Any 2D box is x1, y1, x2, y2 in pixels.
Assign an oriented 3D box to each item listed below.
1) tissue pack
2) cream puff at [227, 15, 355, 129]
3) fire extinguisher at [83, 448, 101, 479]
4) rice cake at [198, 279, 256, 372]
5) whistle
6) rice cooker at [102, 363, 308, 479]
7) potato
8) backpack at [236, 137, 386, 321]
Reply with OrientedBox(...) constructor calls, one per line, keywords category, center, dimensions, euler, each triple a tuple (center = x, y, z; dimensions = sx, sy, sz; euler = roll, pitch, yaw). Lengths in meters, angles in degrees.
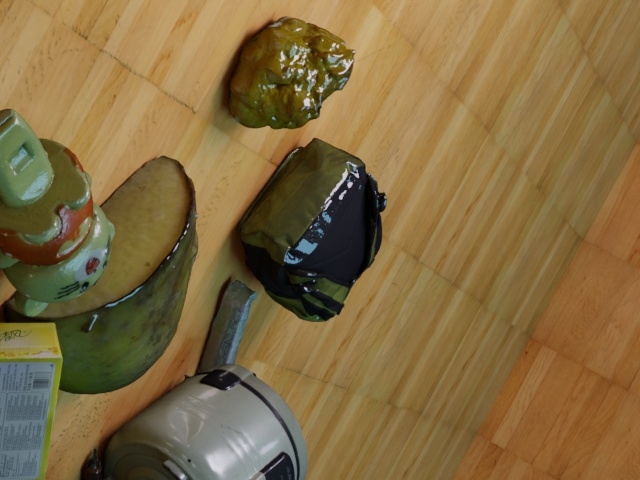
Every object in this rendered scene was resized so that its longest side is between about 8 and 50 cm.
OrientedBox(category="tissue pack", center=(-0.328, 0.170, 1.745), dimensions=(0.095, 0.062, 0.176), euler=(0, 127, -19))
OrientedBox(category="cream puff", center=(-0.031, -0.186, 1.967), dimensions=(0.146, 0.116, 0.146), euler=(-52, 157, -32))
OrientedBox(category="fire extinguisher", center=(-0.289, 0.300, 2.114), dimensions=(0.028, 0.022, 0.083), euler=(-97, -165, -52))
OrientedBox(category="rice cake", center=(-0.133, 0.148, 2.247), dimensions=(0.034, 0.043, 0.211), euler=(-38, 150, -59))
OrientedBox(category="whistle", center=(-0.271, -0.028, 1.622), dimensions=(0.131, 0.106, 0.288), euler=(-46, 155, -20))
OrientedBox(category="rice cooker", center=(-0.141, 0.290, 2.160), dimensions=(0.244, 0.226, 0.226), euler=(-37, 148, -50))
OrientedBox(category="potato", center=(-0.216, 0.082, 1.891), dimensions=(0.269, 0.112, 0.255), euler=(-46, 155, -30))
OrientedBox(category="backpack", center=(0.000, 0.000, 2.231), dimensions=(0.207, 0.140, 0.253), euler=(-52, 153, -16))
